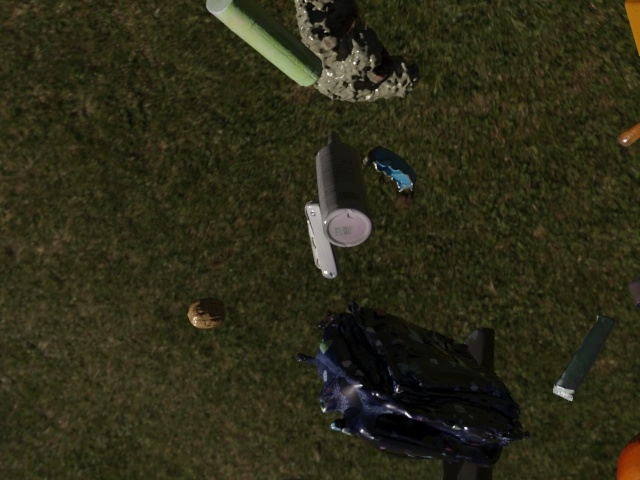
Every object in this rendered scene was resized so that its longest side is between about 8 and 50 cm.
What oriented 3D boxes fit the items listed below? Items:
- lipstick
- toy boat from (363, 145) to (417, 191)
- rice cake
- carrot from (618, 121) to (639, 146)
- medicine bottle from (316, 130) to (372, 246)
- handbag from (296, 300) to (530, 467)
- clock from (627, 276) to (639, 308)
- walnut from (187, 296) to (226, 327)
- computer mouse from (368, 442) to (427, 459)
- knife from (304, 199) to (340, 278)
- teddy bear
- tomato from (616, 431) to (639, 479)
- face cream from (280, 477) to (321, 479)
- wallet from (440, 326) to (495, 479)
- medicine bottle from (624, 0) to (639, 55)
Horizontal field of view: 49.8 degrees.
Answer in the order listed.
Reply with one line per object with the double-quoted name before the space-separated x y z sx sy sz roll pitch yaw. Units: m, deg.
"lipstick" -0.100 -0.407 1.381 0.076 0.076 0.304 -28 150 23
"toy boat" 0.193 -0.196 1.936 0.075 0.077 0.185 1 150 49
"rice cake" 0.547 0.237 1.418 0.043 0.211 0.034 28 153 30
"carrot" 0.662 -0.229 1.429 0.032 0.032 0.093 40 129 -13
"medicine bottle" 0.023 -0.076 0.823 0.058 0.199 0.057 -3 130 -4
"handbag" 0.106 0.157 0.737 0.260 0.162 0.113 22 111 -35
"clock" 0.897 0.122 1.759 0.192 0.071 0.147 11 142 -38
"walnut" -0.285 0.180 1.722 0.096 0.079 0.082 -4 108 -18
"computer mouse" 0.177 0.369 1.426 0.269 0.170 0.100 8 140 -24
"knife" 0.003 -0.001 2.029 0.073 0.040 0.265 -2 124 18
"teddy bear" 0.052 -0.516 1.688 0.225 0.357 0.367 -26 77 26
"tomato" 0.540 0.362 0.952 0.260 0.259 0.180 22 157 -2
"face cream" -0.008 0.602 1.348 0.137 0.234 0.420 2 141 31
"wallet" 0.341 0.421 1.605 0.062 0.406 0.228 15 140 -4
"medicine bottle" 0.794 -0.463 1.550 0.112 0.149 0.222 -29 113 -1
